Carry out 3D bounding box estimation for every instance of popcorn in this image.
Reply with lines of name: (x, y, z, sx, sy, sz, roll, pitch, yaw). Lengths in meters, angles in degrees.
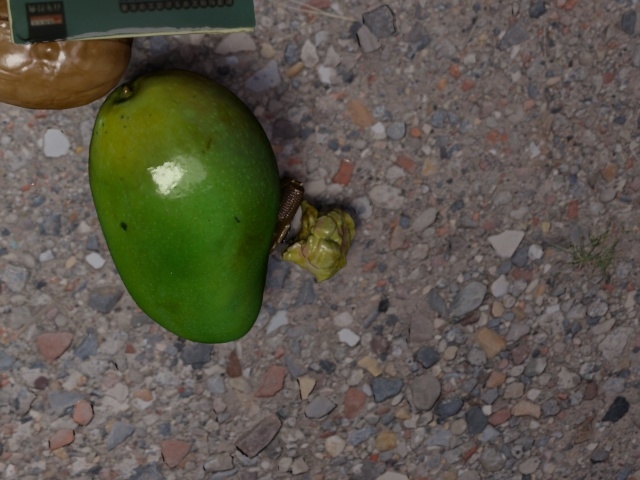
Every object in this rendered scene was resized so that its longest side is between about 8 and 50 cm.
popcorn: (0.001, 0.002, 1.509, 0.097, 0.089, 0.109, -54, 151, -35)

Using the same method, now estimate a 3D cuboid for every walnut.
walnut: (-0.311, -0.229, 1.248, 0.207, 0.167, 0.167, 6, 113, -23)

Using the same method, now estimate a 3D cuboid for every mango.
mango: (-0.154, -0.032, 1.373, 0.225, 0.201, 0.382, -23, 123, -18)

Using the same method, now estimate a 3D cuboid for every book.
book: (-0.214, -0.399, 1.179, 0.264, 0.031, 0.379, -8, 92, -16)

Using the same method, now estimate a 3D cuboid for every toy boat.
toy boat: (-0.066, -0.018, 1.494, 0.047, 0.049, 0.149, 21, 107, -26)
